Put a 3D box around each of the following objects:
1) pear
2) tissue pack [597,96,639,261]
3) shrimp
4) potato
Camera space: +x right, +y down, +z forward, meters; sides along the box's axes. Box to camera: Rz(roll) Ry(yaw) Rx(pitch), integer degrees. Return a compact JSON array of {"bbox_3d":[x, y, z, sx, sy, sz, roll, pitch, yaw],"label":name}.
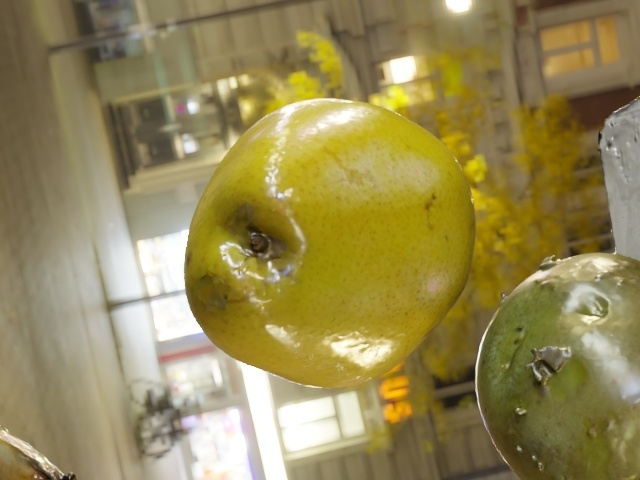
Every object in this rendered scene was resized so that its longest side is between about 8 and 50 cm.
[{"bbox_3d":[0.008,0.010,1.278,0.336,0.285,0.284,-63,147,-59],"label":"pear"},{"bbox_3d":[0.487,-0.053,1.441,0.198,0.370,0.210,-21,-110,54],"label":"tissue pack"},{"bbox_3d":[-0.231,0.193,1.022,0.180,0.041,0.099,6,-70,46],"label":"shrimp"},{"bbox_3d":[0.320,0.172,1.253,0.219,0.359,0.269,-45,-161,37],"label":"potato"}]
